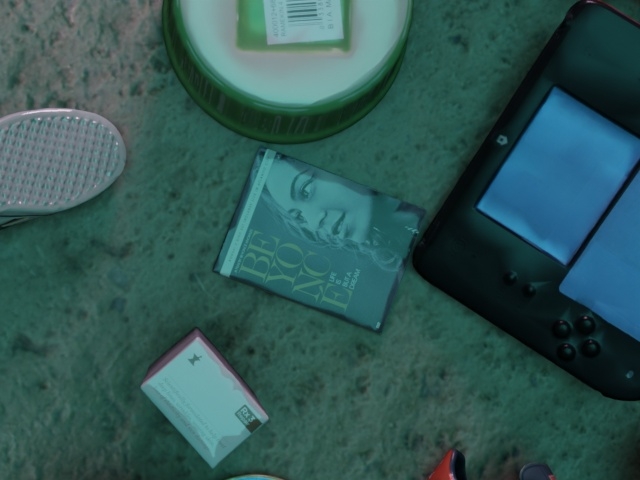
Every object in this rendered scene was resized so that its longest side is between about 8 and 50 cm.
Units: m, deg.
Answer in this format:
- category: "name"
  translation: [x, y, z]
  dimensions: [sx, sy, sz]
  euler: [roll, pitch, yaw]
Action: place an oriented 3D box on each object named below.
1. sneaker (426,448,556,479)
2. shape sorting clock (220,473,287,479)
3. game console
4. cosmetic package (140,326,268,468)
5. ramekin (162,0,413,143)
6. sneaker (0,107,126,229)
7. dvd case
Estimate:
- category: "sneaker"
  translation: [0.276, 0.341, 1.263]
  dimensions: [0.350, 0.131, 0.148]
  euler: [17, 80, 19]
- category: "shape sorting clock"
  translation: [-0.081, 0.381, 1.314]
  dimensions: [0.206, 0.040, 0.206]
  euler: [0, 88, -5]
- category: "game console"
  translation: [0.344, -0.037, 1.293]
  dimensions: [0.342, 0.060, 0.386]
  euler: [32, 103, 1]
- category: "cosmetic package"
  translation: [-0.130, 0.167, 1.219]
  dimensions: [0.085, 0.231, 0.117]
  euler: [-41, 92, -5]
- category: "ramekin"
  translation: [-0.035, -0.271, 1.281]
  dimensions: [0.303, 0.148, 0.303]
  euler: [0, 88, -6]
- category: "sneaker"
  translation: [-0.388, -0.068, 1.264]
  dimensions: [0.321, 0.127, 0.126]
  euler: [-21, 97, -30]
- category: "dvd case"
  translation: [0.000, 0.000, 1.343]
  dimensions: [0.221, 0.018, 0.164]
  euler: [21, 87, -5]
